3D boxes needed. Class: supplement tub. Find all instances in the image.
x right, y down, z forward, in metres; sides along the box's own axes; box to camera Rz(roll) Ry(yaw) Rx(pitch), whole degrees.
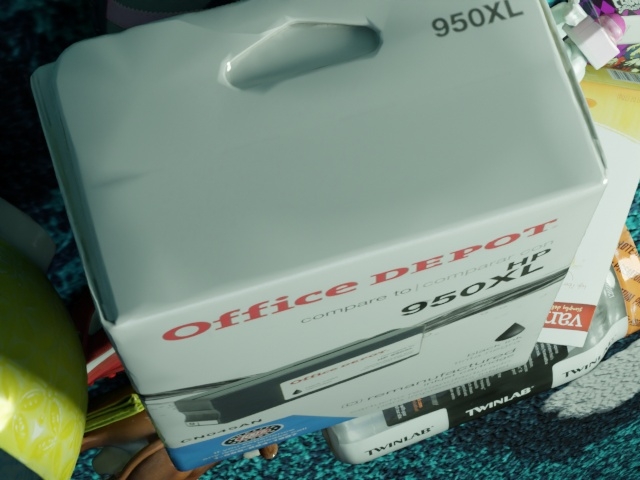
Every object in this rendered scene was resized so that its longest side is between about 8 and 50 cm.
[{"bbox_3d":[0.129,0.067,1.410,0.316,0.193,0.193,-21,154,-5],"label":"supplement tub"}]

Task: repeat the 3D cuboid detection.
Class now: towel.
[{"bbox_3d":[-0.234,0.160,1.383,0.237,0.021,0.102,-21,-171,28],"label":"towel"}]

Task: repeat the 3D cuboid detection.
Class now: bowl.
[{"bbox_3d":[-0.270,0.043,1.050,0.156,0.289,0.289,-64,160,-18],"label":"bowl"}]

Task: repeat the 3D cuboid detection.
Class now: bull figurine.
[{"bbox_3d":[-0.148,0.194,1.479,0.188,0.101,0.310,-23,170,10],"label":"bull figurine"}]

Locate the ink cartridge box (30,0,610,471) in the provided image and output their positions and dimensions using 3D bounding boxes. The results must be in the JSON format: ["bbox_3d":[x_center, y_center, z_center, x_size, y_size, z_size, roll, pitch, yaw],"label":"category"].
[{"bbox_3d":[0.000,0.000,0.982,0.285,0.166,0.395,-17,161,-5],"label":"ink cartridge box"}]

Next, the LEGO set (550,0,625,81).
[{"bbox_3d":[0.096,-0.229,0.939,0.107,0.132,0.287,-43,128,3],"label":"LEGO set"}]

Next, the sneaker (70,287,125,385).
[{"bbox_3d":[-0.198,0.113,1.354,0.221,0.087,0.128,-32,151,20],"label":"sneaker"}]

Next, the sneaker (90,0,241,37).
[{"bbox_3d":[-0.104,-0.157,0.943,0.131,0.112,0.319,25,141,-17],"label":"sneaker"}]

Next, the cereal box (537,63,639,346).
[{"bbox_3d":[0.162,-0.031,1.241,0.173,0.047,0.240,7,117,-10],"label":"cereal box"}]

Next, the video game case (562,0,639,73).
[{"bbox_3d":[0.263,-0.135,1.312,0.210,0.042,0.232,-7,150,-27],"label":"video game case"}]
